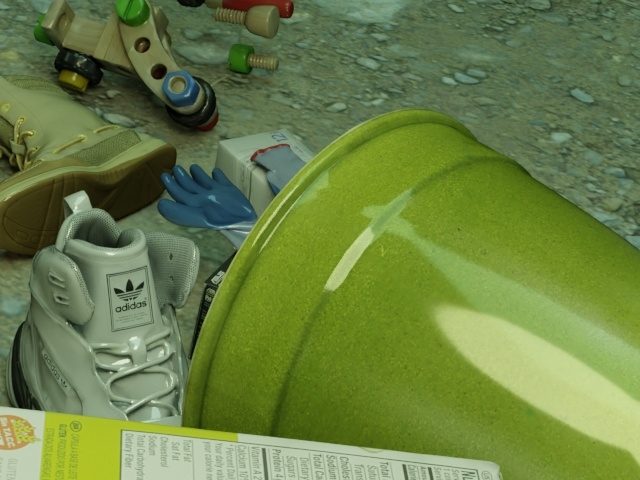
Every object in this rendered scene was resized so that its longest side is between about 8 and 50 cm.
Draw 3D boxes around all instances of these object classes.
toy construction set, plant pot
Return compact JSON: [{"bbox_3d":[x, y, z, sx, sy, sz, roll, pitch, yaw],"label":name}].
[{"bbox_3d":[-0.194,-0.273,1.939,0.237,0.257,0.309,11,11,18],"label":"toy construction set"},{"bbox_3d":[0.152,0.136,1.169,0.353,0.366,0.366,27,35,33],"label":"plant pot"}]

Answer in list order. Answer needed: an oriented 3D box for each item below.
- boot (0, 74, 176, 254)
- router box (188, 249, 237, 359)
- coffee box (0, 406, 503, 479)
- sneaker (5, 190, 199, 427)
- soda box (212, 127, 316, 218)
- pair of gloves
[{"bbox_3d":[-0.304,-0.087,1.699,0.203,0.095,0.262,31,35,24],"label":"boot"},{"bbox_3d":[-0.077,0.056,1.571,0.038,0.092,0.122,23,35,14],"label":"router box"},{"bbox_3d":[-0.064,0.342,0.926,0.335,0.337,0.338,7,33,-11],"label":"coffee box"},{"bbox_3d":[-0.155,0.124,1.334,0.137,0.210,0.366,-8,39,-29],"label":"sneaker"},{"bbox_3d":[0.000,0.000,1.679,0.091,0.098,0.286,-14,43,-35],"label":"soda box"},{"bbox_3d":[-0.060,-0.038,1.614,0.198,0.023,0.159,-16,41,-31],"label":"pair of gloves"}]
